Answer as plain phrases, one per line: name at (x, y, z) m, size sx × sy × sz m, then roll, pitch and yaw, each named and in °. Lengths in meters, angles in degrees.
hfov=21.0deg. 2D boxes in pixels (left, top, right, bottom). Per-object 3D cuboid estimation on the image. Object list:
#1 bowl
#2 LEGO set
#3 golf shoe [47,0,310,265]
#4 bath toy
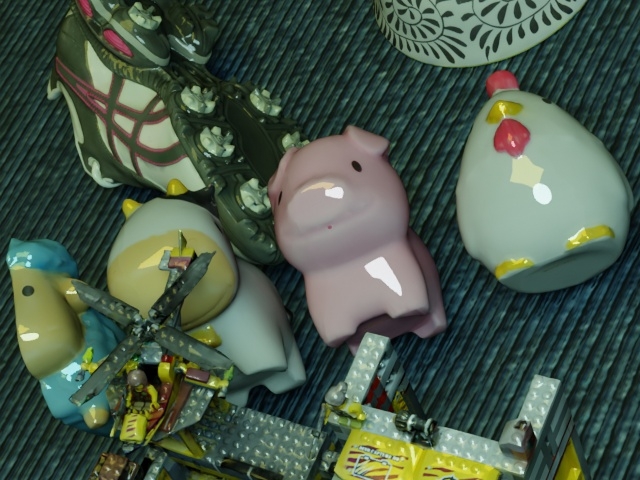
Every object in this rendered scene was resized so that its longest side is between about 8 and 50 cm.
bowl at (0.098, -0.204, 1.126) m, size 0.170 × 0.080 × 0.170 m, roll -14°, pitch 54°, yaw 20°
LEGO set at (-0.021, 0.151, 0.804) m, size 0.331 × 0.192 × 0.255 m, roll 21°, pitch 66°, yaw 29°
golf shoe at (-0.093, -0.067, 1.148) m, size 0.120 × 0.105 × 0.273 m, roll -55°, pitch 52°, yaw 29°
bath toy at (0.000, 0.000, 0.982) m, size 0.348 × 0.151 × 0.129 m, roll -19°, pitch 70°, yaw 9°
